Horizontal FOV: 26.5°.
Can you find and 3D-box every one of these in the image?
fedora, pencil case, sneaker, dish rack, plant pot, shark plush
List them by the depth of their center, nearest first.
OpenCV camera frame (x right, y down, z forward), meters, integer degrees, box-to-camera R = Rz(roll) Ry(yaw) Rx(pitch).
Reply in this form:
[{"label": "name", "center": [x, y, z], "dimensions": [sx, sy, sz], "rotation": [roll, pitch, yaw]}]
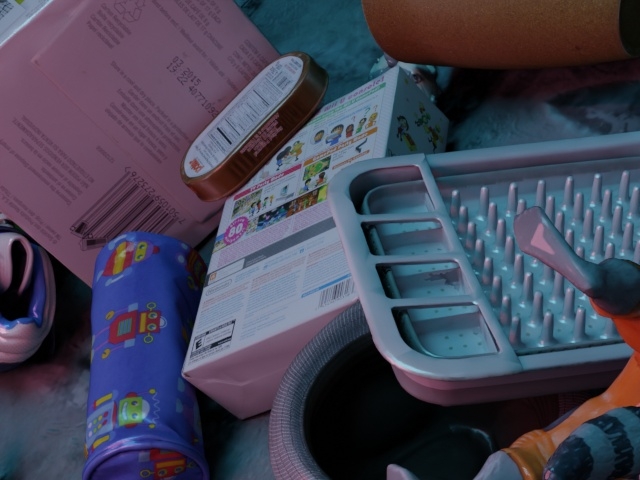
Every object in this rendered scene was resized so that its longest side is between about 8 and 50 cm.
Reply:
[{"label": "fedora", "center": [0.086, 0.163, 1.029], "dimensions": [0.243, 0.124, 0.275], "rotation": [8, 36, 13]}, {"label": "dish rack", "center": [0.185, 0.023, 1.052], "dimensions": [0.332, 0.072, 0.286], "rotation": [-7, 35, -7]}, {"label": "plant pot", "center": [0.210, -0.264, 1.335], "dimensions": [0.254, 0.237, 0.237], "rotation": [20, 67, 34]}, {"label": "pencil case", "center": [-0.170, 0.128, 1.348], "dimensions": [0.119, 0.133, 0.306], "rotation": [-11, 43, 5]}, {"label": "shark plush", "center": [0.100, -0.150, 1.465], "dimensions": [0.067, 0.073, 0.161], "rotation": [-49, 52, 25]}, {"label": "sneaker", "center": [-0.379, -0.009, 1.568], "dimensions": [0.236, 0.130, 0.323], "rotation": [-26, 69, 52]}]

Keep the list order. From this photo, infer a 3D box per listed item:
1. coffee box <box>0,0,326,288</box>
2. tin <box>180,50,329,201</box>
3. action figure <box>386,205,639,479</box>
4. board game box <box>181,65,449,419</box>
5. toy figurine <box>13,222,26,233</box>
[{"label": "coffee box", "center": [-0.257, -0.193, 1.577], "dimensions": [0.338, 0.337, 0.334], "rotation": [-42, 35, 1]}, {"label": "tin", "center": [-0.072, -0.121, 1.424], "dimensions": [0.190, 0.040, 0.106], "rotation": [-46, 26, 2]}, {"label": "action figure", "center": [0.212, 0.150, 0.831], "dimensions": [0.178, 0.330, 0.341], "rotation": [38, 113, 60]}, {"label": "board game box", "center": [0.000, 0.000, 1.323], "dimensions": [0.224, 0.097, 0.303], "rotation": [-23, 40, 34]}, {"label": "toy figurine", "center": [-0.458, -0.010, 1.805], "dimensions": [0.159, 0.130, 0.173], "rotation": [-32, 59, 37]}]
